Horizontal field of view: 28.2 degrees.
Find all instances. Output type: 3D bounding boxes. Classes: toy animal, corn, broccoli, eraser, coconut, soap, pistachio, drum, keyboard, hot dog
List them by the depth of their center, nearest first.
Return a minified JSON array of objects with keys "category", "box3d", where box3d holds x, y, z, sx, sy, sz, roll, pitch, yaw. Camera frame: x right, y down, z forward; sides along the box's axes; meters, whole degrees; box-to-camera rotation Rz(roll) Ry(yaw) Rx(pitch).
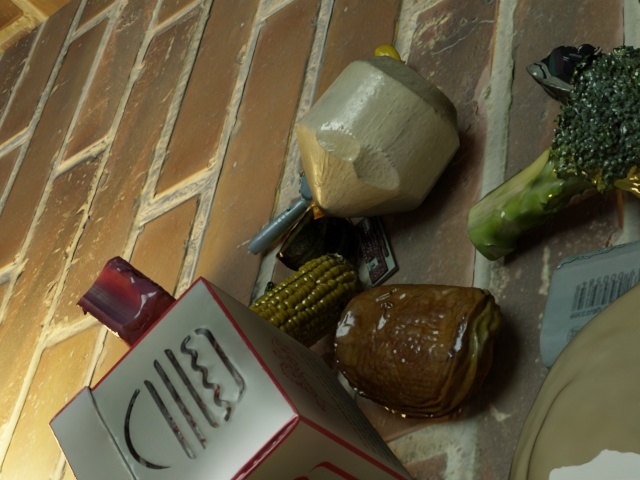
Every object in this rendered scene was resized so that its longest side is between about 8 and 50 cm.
[{"category":"pistachio","box3d":[0.340,0.221,1.229,0.365,0.281,0.445,21,80,55]},{"category":"eraser","box3d":[0.384,0.072,1.530,0.227,0.081,0.174,-18,40,45]},{"category":"broccoli","box3d":[0.327,-0.085,1.679,0.361,0.221,0.252,-50,22,25]},{"category":"hot dog","box3d":[0.144,0.140,1.743,0.272,0.122,0.196,-2,57,48]},{"category":"corn","box3d":[-0.053,0.125,1.935,0.318,0.115,0.115,-34,19,-33]},{"category":"coconut","box3d":[0.083,-0.149,2.026,0.266,0.237,0.237,-49,30,-7]},{"category":"keyboard","box3d":[0.088,0.008,2.058,0.055,0.017,0.166,-41,32,18]},{"category":"soap","box3d":[-0.314,0.135,2.271,0.127,0.220,0.325,-50,31,-7]},{"category":"drum","box3d":[-0.032,-0.078,2.282,0.253,0.049,0.130,-32,36,30]},{"category":"toy animal","box3d":[0.110,-0.287,2.301,0.114,0.082,0.091,-34,65,4]}]

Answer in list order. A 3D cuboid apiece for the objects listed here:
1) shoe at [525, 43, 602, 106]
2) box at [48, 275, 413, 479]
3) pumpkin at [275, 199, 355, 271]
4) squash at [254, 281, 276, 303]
[{"category":"shoe","box3d":[0.378,-0.253,1.900,0.099,0.071,0.169,-45,27,5]},{"category":"box","box3d":[-0.112,0.289,1.687,0.300,0.312,0.314,-45,46,5]},{"category":"pumpkin","box3d":[0.000,0.000,2.087,0.119,0.107,0.183,-50,1,17]},{"category":"squash","box3d":[-0.067,0.181,2.018,0.071,0.080,0.318,-8,35,-8]}]
